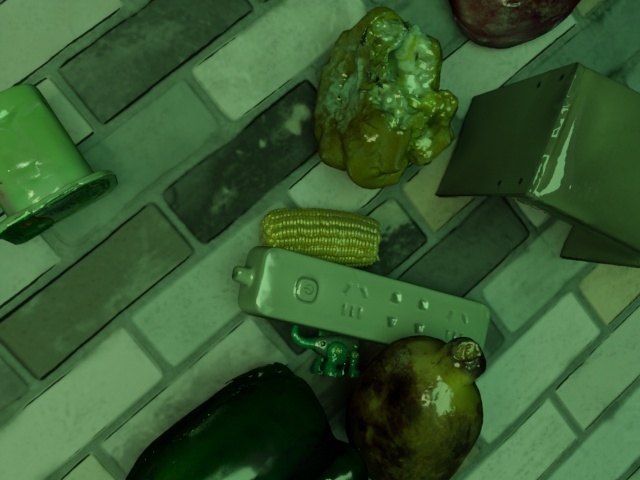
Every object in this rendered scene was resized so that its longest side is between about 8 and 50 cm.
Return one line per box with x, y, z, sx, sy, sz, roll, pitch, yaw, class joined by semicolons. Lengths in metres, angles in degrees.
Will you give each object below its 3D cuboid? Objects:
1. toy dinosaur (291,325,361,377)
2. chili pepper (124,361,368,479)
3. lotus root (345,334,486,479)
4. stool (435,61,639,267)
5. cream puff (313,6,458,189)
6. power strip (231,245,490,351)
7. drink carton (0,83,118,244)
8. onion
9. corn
0.020;0.137;0.983;0.132;0.059;0.096;11;80;-24;toy dinosaur
-0.085;0.287;0.869;0.257;0.233;0.248;-43;118;-14;chili pepper
0.116;0.216;0.907;0.142;0.314;0.169;-11;51;-29;lotus root
0.334;-0.086;0.953;0.244;0.270;0.170;24;86;-15;stool
0.090;-0.171;0.943;0.195;0.195;0.220;7;77;-16;cream puff
0.060;0.086;0.946;0.385;0.062;0.091;16;82;-28;power strip
-0.336;-0.093;0.836;0.144;0.146;0.142;-32;91;-13;drink carton
0.308;-0.408;1.018;0.284;0.120;0.227;-25;102;-14;onion
0.000;0.000;0.966;0.165;0.063;0.085;3;79;-17;corn
